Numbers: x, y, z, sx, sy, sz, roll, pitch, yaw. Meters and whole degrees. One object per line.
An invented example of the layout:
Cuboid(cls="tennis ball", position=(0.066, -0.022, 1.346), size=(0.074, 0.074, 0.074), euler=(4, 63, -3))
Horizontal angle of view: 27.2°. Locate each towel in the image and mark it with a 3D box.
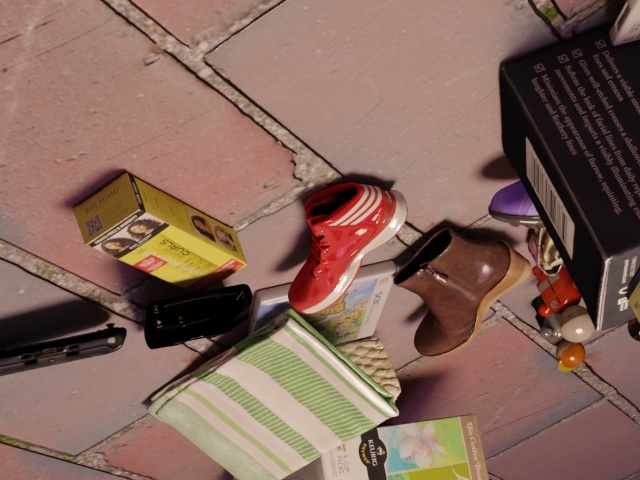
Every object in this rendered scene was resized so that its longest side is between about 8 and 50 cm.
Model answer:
Cuboid(cls="towel", position=(-0.072, 0.248, 1.970), size=(0.248, 0.038, 0.325), euler=(41, 126, -20))

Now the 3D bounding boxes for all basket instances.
Cuboid(cls="basket", position=(0.030, 0.227, 2.075), size=(0.167, 0.113, 0.103), euler=(-9, 152, -26))

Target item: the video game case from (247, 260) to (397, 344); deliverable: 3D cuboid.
Cuboid(cls="video game case", position=(-0.003, 0.110, 1.955), size=(0.212, 0.023, 0.193), euler=(-12, 149, -18))

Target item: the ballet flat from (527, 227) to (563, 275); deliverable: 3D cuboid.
Cuboid(cls="ballet flat", position=(0.346, -0.017, 1.931), size=(0.077, 0.079, 0.221), euler=(-18, 151, -7))

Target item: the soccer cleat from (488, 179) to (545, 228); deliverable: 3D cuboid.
Cuboid(cls="soccer cleat", position=(0.369, -0.102, 1.792), size=(0.318, 0.108, 0.116), euler=(-15, 114, -15))

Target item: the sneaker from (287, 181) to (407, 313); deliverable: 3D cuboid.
Cuboid(cls="sneaker", position=(0.000, 0.000, 1.734), size=(0.128, 0.087, 0.221), euler=(21, 118, -41))

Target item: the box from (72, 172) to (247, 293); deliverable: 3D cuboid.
Cuboid(cls="box", position=(-0.188, -0.003, 1.595), size=(0.087, 0.058, 0.232), euler=(-32, 151, 17))

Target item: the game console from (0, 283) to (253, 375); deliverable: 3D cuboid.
Cuboid(cls="game console", position=(-0.269, 0.121, 1.707), size=(0.361, 0.044, 0.213), euler=(-11, 170, -12))

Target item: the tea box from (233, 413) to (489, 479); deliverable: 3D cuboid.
Cuboid(cls="tea box", position=(0.072, 0.440, 2.269), size=(0.324, 0.220, 0.329), euler=(-4, 167, -31))

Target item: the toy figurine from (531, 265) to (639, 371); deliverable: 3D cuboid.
Cuboid(cls="toy figurine", position=(0.454, 0.105, 2.141), size=(0.213, 0.148, 0.209), euler=(-20, 151, -6))

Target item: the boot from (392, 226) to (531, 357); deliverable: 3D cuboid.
Cuboid(cls="boot", position=(0.175, 0.076, 1.977), size=(0.207, 0.090, 0.248), euler=(17, 129, -42))

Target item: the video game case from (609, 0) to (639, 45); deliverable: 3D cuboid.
Cuboid(cls="video game case", position=(0.435, -0.274, 1.479), size=(0.201, 0.023, 0.183), euler=(-15, 173, 2))

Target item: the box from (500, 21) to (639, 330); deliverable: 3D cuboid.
Cuboid(cls="box", position=(0.458, -0.119, 1.616), size=(0.395, 0.293, 0.212), euler=(-21, 152, -2))

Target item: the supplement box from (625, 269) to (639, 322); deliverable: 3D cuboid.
Cuboid(cls="supplement box", position=(0.398, 0.069, 1.498), size=(0.056, 0.083, 0.083), euler=(-14, 150, -16))
